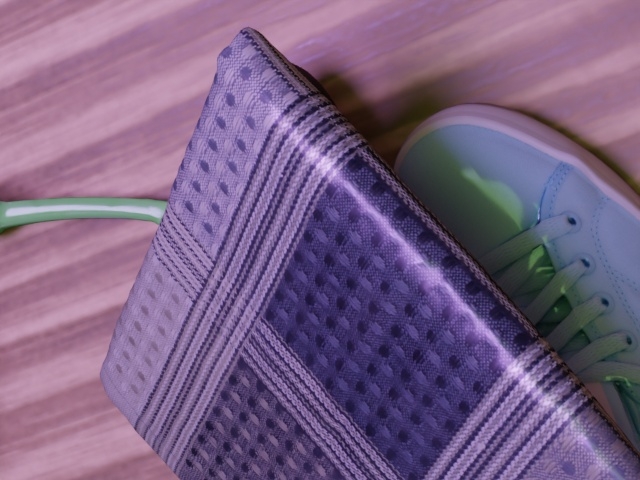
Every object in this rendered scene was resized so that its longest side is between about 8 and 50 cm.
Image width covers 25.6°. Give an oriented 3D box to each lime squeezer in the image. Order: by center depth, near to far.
[{"bbox_3d":[-0.248,-0.067,0.938,0.310,0.059,0.110,36,109,13],"label":"lime squeezer"}]

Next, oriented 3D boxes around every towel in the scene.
[{"bbox_3d":[0.008,0.093,0.790,0.312,0.056,0.324,48,139,17],"label":"towel"}]

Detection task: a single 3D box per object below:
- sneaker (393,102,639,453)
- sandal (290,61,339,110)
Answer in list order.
[{"bbox_3d":[0.156,0.080,0.756,0.135,0.150,0.366,-40,83,20],"label":"sneaker"},{"bbox_3d":[0.000,0.000,0.840,0.060,0.090,0.219,-20,102,52],"label":"sandal"}]
